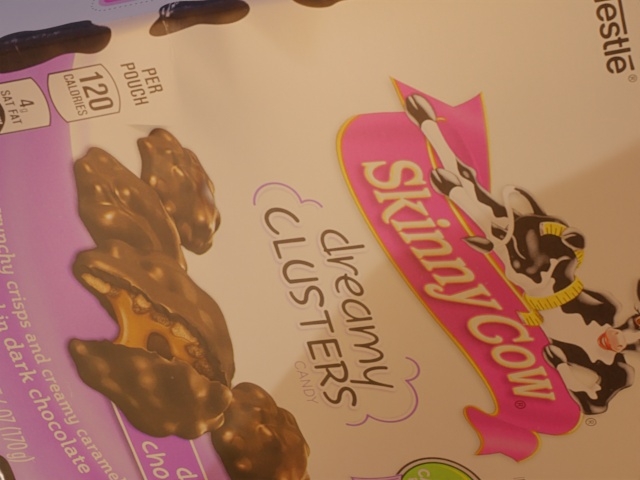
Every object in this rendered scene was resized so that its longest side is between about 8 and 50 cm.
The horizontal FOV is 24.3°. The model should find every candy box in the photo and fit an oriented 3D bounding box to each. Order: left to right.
[{"bbox_3d":[0.000,0.000,0.378,0.070,0.196,0.165,-72,-31,-56],"label":"candy box"}]
